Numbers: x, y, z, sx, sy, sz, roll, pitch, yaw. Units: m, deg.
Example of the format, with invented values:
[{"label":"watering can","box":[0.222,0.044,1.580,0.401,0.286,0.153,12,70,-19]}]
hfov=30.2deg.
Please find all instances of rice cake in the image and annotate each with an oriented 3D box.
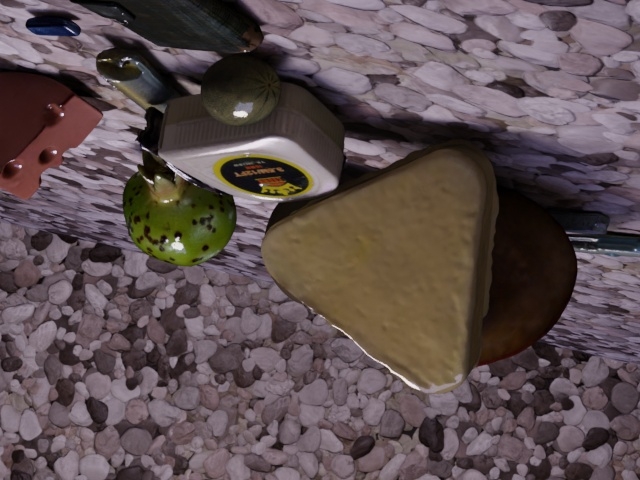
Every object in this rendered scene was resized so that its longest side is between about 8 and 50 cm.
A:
[{"label":"rice cake","box":[0.403,-0.036,2.087,0.211,0.034,0.043,6,175,36]}]

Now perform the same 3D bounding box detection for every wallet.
[{"label":"wallet","box":[-0.209,-0.285,1.393,0.169,0.044,0.317,5,173,26]}]

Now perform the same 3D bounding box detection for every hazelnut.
[{"label":"hazelnut","box":[0.241,0.052,2.012,0.366,0.365,0.366,13,170,2]}]

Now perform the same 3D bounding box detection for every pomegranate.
[{"label":"pomegranate","box":[-0.292,-0.087,2.308,0.231,0.231,0.286,6,139,35]}]

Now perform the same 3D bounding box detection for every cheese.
[{"label":"cheese","box":[0.138,0.006,1.799,0.384,0.383,0.104,10,-163,18]},{"label":"cheese","box":[-0.468,-0.200,1.996,0.177,0.202,0.128,-20,159,13]}]

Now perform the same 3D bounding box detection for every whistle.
[{"label":"whistle","box":[-0.251,-0.223,1.827,0.068,0.057,0.326,-1,167,13]}]

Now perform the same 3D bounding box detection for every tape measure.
[{"label":"tape measure","box":[-0.101,-0.145,1.798,0.271,0.133,0.231,-7,155,28]}]

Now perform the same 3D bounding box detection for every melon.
[{"label":"melon","box":[-0.108,-0.206,1.621,0.098,0.098,0.131,22,162,-40]}]

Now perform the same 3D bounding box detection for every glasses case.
[{"label":"glasses case","box":[-0.371,-0.300,1.647,0.083,0.023,0.033,6,163,29]}]

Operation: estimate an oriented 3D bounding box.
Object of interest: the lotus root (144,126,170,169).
[{"label":"lotus root","box":[-0.218,-0.147,2.076,0.204,0.077,0.183,9,-179,21]}]

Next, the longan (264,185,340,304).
[{"label":"longan","box":[0.000,0.000,2.172,0.248,0.248,0.248,13,170,2]}]

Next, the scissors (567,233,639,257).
[{"label":"scissors","box":[0.540,0.010,2.141,0.289,0.041,0.138,6,176,32]}]
